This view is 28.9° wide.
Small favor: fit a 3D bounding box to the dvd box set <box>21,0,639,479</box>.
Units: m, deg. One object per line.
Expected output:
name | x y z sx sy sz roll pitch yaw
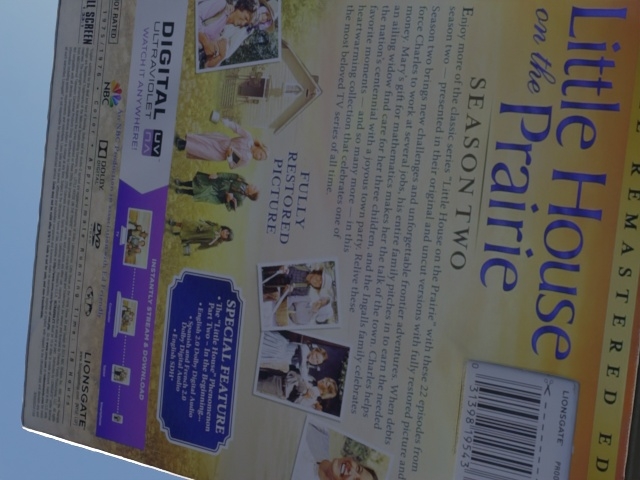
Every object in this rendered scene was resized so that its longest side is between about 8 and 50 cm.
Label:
dvd box set | 0.000 0.000 0.714 0.420 0.307 0.062 7 -176 36
